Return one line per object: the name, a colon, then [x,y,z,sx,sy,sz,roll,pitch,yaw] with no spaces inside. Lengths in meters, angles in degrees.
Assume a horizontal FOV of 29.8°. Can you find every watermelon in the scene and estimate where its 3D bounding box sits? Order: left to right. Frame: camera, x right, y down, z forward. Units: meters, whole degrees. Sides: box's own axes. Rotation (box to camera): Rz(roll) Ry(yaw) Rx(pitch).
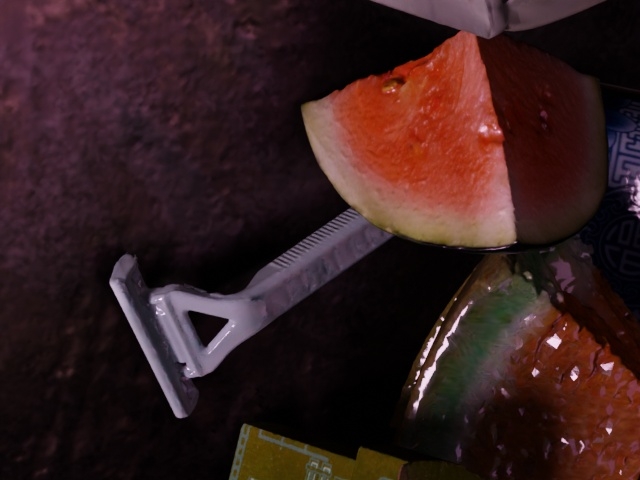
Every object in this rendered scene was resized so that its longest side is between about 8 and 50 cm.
watermelon: [0.078,-0.054,0.742,0.137,0.145,0.193,56,38,-16]

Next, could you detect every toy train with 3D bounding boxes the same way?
toy train: [0.002,0.189,0.768,0.090,0.225,0.137,18,83,-36]

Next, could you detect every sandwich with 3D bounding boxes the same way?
sandwich: [0.142,0.136,0.828,0.292,0.212,0.109,-54,170,18]

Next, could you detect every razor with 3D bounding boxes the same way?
razor: [0.006,0.003,0.784,0.278,0.056,0.111,-30,120,-17]

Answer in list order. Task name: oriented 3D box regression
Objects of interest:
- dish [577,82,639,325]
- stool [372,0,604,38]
dish: [0.227,0.011,0.877,0.080,0.182,0.243,-23,126,-63]
stool: [0.122,-0.285,0.669,0.243,0.170,0.270,-26,120,-20]
